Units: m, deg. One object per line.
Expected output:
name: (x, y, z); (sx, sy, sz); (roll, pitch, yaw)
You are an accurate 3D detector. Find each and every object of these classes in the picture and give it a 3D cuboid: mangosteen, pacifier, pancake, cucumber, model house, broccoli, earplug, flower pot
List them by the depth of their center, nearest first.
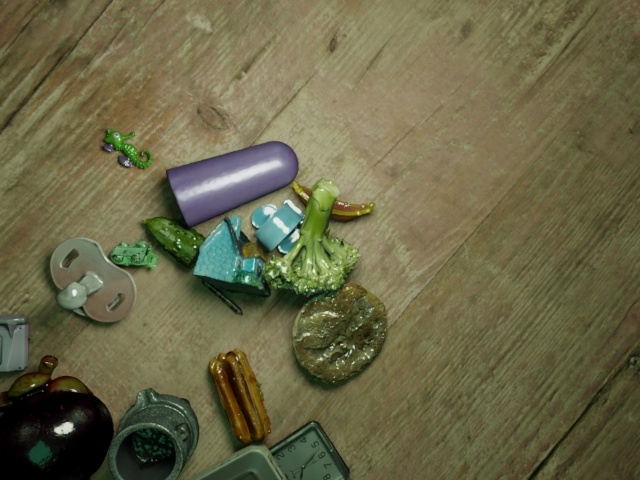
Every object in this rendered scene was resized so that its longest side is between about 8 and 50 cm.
mangosteen: (-0.892, 0.612, 1.645); (0.381, 0.382, 0.436); (-28, 86, -6)
pacifier: (-0.783, 0.144, 1.722); (0.332, 0.273, 0.220); (46, 69, -7)
flower pot: (-0.561, 0.661, 1.730); (0.298, 0.283, 0.300); (0, 92, -4)
broccoli: (0.007, 0.002, 1.755); (0.274, 0.353, 0.398); (18, 91, 11)
model house: (-0.274, 0.057, 1.767); (0.225, 0.261, 0.241); (7, 74, 11)
earplug: (-0.294, -0.220, 1.786); (0.455, 0.215, 0.215); (-22, 94, -10)
cucumber: (-0.524, -0.011, 1.801); (0.244, 0.134, 0.134); (32, 87, -3)
pancake: (0.072, 0.337, 1.874); (0.386, 0.082, 0.388); (-5, 106, -19)

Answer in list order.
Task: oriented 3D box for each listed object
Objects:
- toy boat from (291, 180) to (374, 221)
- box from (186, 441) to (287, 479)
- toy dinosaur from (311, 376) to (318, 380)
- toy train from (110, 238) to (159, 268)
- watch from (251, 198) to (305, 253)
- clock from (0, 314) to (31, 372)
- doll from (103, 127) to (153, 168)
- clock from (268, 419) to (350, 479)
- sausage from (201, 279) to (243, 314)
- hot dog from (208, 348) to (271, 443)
toy boat: (0.036, -0.136, 1.856); (0.317, 0.141, 0.099); (15, 112, -13)
box: (-0.278, 0.966, 1.841); (0.372, 0.090, 0.367); (-31, 95, 6)
toy dinosaur: (-0.021, 0.497, 1.925); (0.083, 0.021, 0.062); (36, 99, -8)
toy train: (-0.659, 0.055, 1.799); (0.149, 0.099, 0.081); (-4, 126, -2)
watch: (-0.143, -0.055, 1.805); (0.210, 0.193, 0.211); (0, 91, -3)
clock: (-1.134, 0.353, 1.742); (0.252, 0.083, 0.187); (1, 92, -8)
doll: (-0.681, -0.326, 1.804); (0.190, 0.050, 0.115); (42, 93, -8)
clock: (-0.062, 0.854, 1.912); (0.278, 0.049, 0.274); (-31, 95, -5)
sausage: (-0.361, 0.208, 1.870); (0.198, 0.025, 0.028); (43, 83, -6)
hot dog: (-0.284, 0.559, 1.843); (0.158, 0.117, 0.349); (-24, 87, 21)
